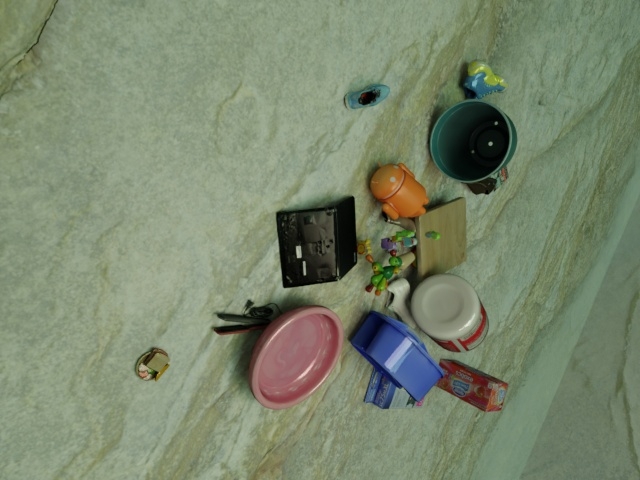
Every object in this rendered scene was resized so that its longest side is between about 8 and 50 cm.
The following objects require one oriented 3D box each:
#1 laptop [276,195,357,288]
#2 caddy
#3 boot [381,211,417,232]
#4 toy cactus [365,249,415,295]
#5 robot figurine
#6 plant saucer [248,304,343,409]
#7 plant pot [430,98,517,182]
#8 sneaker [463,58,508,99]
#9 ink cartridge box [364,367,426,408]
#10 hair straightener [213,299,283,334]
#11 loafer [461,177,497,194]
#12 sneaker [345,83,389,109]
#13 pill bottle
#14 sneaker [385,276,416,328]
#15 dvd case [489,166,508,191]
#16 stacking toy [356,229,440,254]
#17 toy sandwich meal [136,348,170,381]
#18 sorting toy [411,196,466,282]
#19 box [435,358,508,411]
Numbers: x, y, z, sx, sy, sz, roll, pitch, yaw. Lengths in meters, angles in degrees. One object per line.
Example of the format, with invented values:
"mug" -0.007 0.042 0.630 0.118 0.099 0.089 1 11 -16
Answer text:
"laptop" 0.000 0.000 1.333 0.265 0.136 0.234 -7 107 -10
"caddy" 0.269 0.377 1.478 0.179 0.241 0.341 -48 111 -12
"boot" 0.258 -0.062 1.455 0.087 0.118 0.042 6 118 -26
"toy cactus" 0.228 0.087 1.442 0.181 0.112 0.218 -29 151 -23
"robot figurine" 0.250 -0.158 1.402 0.219 0.128 0.158 35 102 -25
"plant saucer" -0.078 0.332 1.288 0.332 0.084 0.331 -21 124 -35
"plant pot" 0.569 -0.347 1.543 0.255 0.272 0.271 -14 110 -50
"sneaker" 0.602 -0.572 1.627 0.240 0.091 0.126 13 112 -40
"ink cartridge box" 0.312 0.554 1.691 0.311 0.065 0.185 18 90 -38
"hair straightener" -0.183 0.212 1.220 0.231 0.047 0.088 6 98 -39
"loafer" 0.626 -0.218 1.723 0.220 0.080 0.078 3 99 -39
"sneaker" 0.153 -0.426 1.304 0.162 0.073 0.063 -30 118 -29
"pill bottle" 0.493 0.287 1.618 0.228 0.229 0.408 -61 146 -9
"sneaker" 0.284 0.242 1.589 0.094 0.080 0.212 -22 109 -18
"dvd case" 0.758 -0.274 1.856 0.119 0.013 0.087 -41 123 -24
"stacking toy" 0.250 0.007 1.401 0.167 0.221 0.052 0 79 -43
"toy sandwich meal" -0.411 0.310 1.079 0.086 0.029 0.085 -11 108 -36
"sorting toy" 0.423 -0.011 1.613 0.256 0.089 0.256 -21 114 -32
"box" 0.621 0.598 1.815 0.128 0.257 0.122 16 90 -40
